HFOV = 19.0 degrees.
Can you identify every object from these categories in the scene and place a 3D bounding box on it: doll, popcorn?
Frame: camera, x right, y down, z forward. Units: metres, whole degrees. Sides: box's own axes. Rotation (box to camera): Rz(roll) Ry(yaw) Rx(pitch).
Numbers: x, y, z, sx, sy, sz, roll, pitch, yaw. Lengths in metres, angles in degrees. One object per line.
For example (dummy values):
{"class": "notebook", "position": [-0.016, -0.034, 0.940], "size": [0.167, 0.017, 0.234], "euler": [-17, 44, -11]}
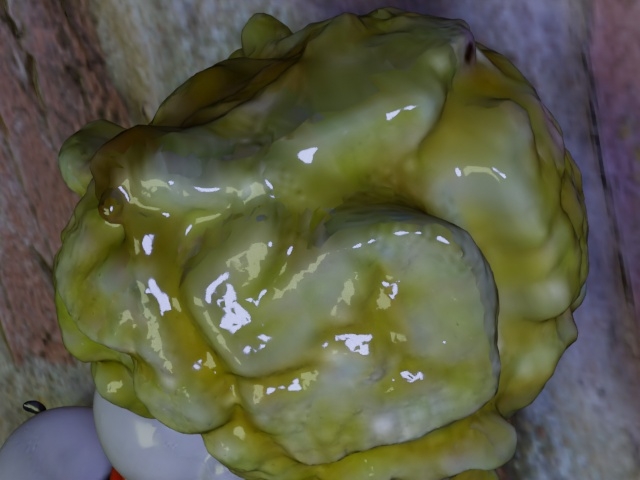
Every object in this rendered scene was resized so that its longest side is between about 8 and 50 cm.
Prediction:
{"class": "doll", "position": [-0.073, 0.136, 0.858], "size": [0.208, 0.144, 0.271], "euler": [61, 146, 11]}
{"class": "popcorn", "position": [0.000, 0.001, 0.674], "size": [0.187, 0.185, 0.167], "euler": [18, 152, 19]}
